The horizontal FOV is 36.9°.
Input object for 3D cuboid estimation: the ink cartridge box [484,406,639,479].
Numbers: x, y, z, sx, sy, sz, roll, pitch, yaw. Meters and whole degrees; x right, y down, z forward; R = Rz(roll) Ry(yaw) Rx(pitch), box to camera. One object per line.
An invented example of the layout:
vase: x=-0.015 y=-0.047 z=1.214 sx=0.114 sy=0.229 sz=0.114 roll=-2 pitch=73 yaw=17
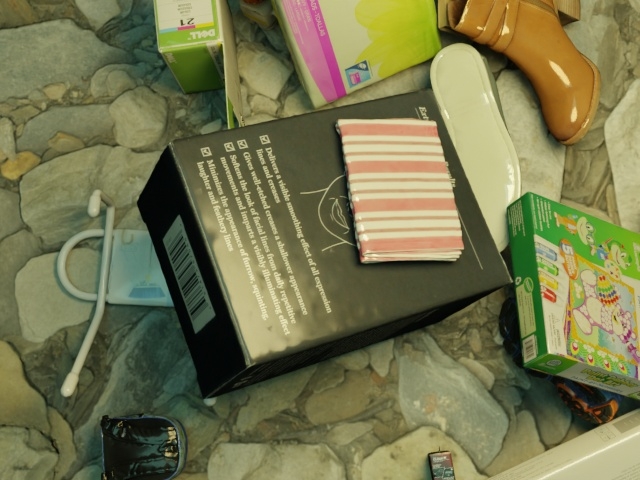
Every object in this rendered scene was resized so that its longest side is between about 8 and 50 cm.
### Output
ink cartridge box: x=0.399 y=0.396 z=1.329 sx=0.296 sy=0.066 sz=0.261 roll=-24 pitch=104 yaw=-1

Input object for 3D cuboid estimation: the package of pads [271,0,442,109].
package of pads: x=0.049 y=-0.352 z=1.380 sx=0.229 sy=0.296 sz=0.101 roll=-24 pitch=52 yaw=-1

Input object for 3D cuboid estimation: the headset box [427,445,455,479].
headset box: x=0.173 y=0.333 z=1.357 sx=0.032 sy=0.062 sz=0.083 roll=-8 pitch=78 yaw=2

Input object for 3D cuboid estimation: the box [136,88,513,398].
box: x=0.000 y=0.000 z=1.284 sx=0.395 sy=0.212 sz=0.293 roll=-15 pitch=77 yaw=-26

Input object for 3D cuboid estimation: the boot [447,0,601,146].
boot: x=0.291 y=-0.285 z=1.391 sx=0.220 sy=0.109 sz=0.283 roll=10 pitch=73 yaw=-31

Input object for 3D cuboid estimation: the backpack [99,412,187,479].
backpack: x=-0.249 y=0.301 z=1.382 sx=0.114 sy=0.084 sz=0.105 roll=-6 pitch=78 yaw=7

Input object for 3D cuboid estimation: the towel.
towel: x=0.098 y=-0.065 z=1.215 sx=0.144 sy=0.029 sz=0.197 roll=-1 pitch=69 yaw=-24

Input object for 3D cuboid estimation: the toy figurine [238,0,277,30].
toy figurine: x=-0.059 y=-0.449 z=1.479 sx=0.209 sy=0.148 sz=0.213 roll=-18 pitch=79 yaw=1

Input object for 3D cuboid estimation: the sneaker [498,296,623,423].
sneaker: x=0.346 y=0.163 z=1.376 sx=0.087 sy=0.083 sz=0.221 roll=-28 pitch=66 yaw=-37

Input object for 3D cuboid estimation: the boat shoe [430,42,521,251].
boat shoe: x=0.238 y=-0.131 z=1.419 sx=0.116 sy=0.099 sz=0.319 roll=-15 pitch=76 yaw=22

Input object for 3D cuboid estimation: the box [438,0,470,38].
box: x=0.244 y=-0.400 z=1.464 sx=0.164 sy=0.021 sz=0.201 roll=7 pitch=77 yaw=-33

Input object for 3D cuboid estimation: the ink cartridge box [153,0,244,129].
ink cartridge box: x=-0.177 y=-0.255 z=1.429 sx=0.097 sy=0.189 sz=0.255 roll=-7 pitch=79 yaw=2

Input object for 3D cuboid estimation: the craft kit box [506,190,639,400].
craft kit box: x=0.372 y=0.080 z=1.295 sx=0.247 sy=0.061 sz=0.250 roll=19 pitch=53 yaw=-27

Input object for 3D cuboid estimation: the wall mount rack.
wall mount rack: x=-0.238 y=0.083 z=1.400 sx=0.350 sy=0.130 sz=0.304 roll=3 pitch=79 yaw=5
